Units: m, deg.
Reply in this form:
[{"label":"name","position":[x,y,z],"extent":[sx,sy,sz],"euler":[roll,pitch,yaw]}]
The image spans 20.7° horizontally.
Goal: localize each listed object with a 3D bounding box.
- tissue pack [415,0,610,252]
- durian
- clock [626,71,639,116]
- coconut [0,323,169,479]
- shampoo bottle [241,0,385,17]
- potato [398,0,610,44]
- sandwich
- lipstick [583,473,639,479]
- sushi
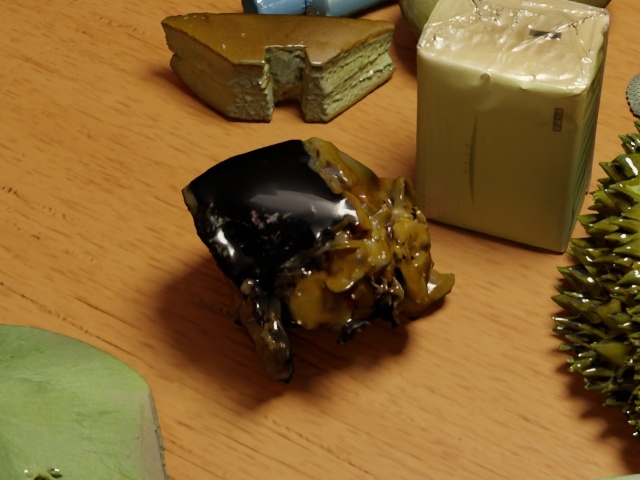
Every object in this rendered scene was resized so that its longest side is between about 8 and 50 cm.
[{"label":"tissue pack","position":[0.175,-0.115,1.640],"extent":[0.159,0.234,0.125],"euler":[15,52,14]},{"label":"durian","position":[0.319,0.036,1.581],"extent":[0.198,0.163,0.394],"euler":[20,48,-7]},{"label":"clock","position":[0.354,-0.150,1.819],"extent":[0.074,0.010,0.083],"euler":[-3,47,-2]},{"label":"coconut","position":[-0.248,0.211,1.290],"extent":[0.281,0.328,0.328],"euler":[23,52,22]},{"label":"shampoo bottle","position":[0.035,-0.294,1.919],"extent":[0.258,0.061,0.104],"euler":[-23,52,-19]},{"label":"potato","position":[0.207,-0.266,1.834],"extent":[0.251,0.159,0.174],"euler":[-26,78,-6]},{"label":"sandwich","position":[-0.041,-0.176,1.796],"extent":[0.244,0.090,0.088],"euler":[0,44,-3]},{"label":"lipstick","position":[0.146,0.240,1.429],"extent":[0.304,0.076,0.076],"euler":[-8,48,-6]},{"label":"sushi","position":[0.003,0.006,1.576],"extent":[0.204,0.213,0.200],"euler":[-25,74,-3]}]
